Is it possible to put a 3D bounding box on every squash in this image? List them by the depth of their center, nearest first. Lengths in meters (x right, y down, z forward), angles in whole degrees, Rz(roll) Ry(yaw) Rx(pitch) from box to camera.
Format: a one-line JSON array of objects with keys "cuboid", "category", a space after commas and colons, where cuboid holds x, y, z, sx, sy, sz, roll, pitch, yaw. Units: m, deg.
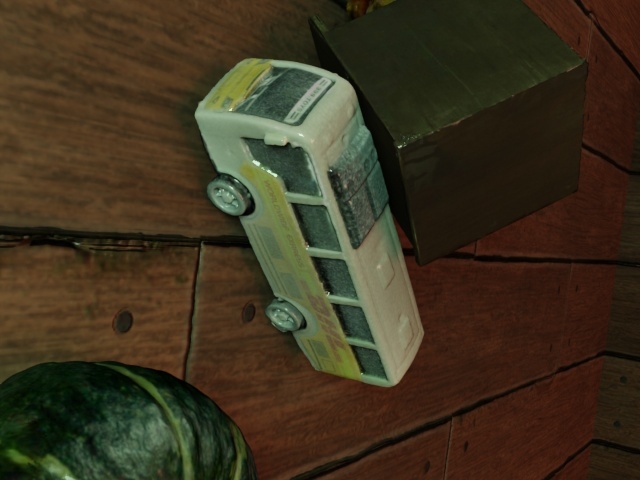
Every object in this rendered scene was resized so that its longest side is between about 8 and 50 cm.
[{"cuboid": [-0.150, 0.204, 0.507, 0.252, 0.165, 0.252, -19, 114, -51], "category": "squash"}]

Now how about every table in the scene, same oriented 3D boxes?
[{"cuboid": [0.114, -0.122, 0.712, 0.169, 0.193, 0.172, -25, 143, -5], "category": "table"}]

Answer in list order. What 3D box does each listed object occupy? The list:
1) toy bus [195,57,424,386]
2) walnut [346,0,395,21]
[{"cuboid": [0.000, 0.000, 0.723, 0.097, 0.138, 0.343, -54, 141, -34], "category": "toy bus"}, {"cuboid": [0.115, -0.245, 0.853, 0.245, 0.137, 0.137, -5, 101, -66], "category": "walnut"}]
